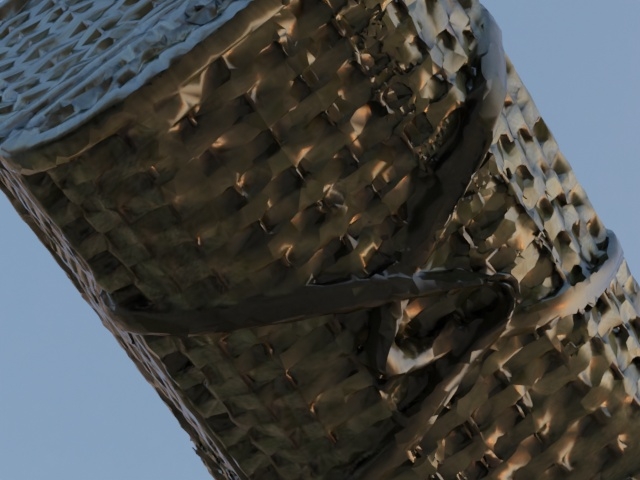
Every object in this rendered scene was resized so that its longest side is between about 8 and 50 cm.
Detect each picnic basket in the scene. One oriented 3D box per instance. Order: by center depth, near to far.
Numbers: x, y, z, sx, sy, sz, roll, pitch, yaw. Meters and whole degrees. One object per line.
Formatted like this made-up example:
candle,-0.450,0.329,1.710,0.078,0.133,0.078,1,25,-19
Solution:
picnic basket,0.000,0.000,0.525,0.134,0.154,0.196,-36,-63,-8
